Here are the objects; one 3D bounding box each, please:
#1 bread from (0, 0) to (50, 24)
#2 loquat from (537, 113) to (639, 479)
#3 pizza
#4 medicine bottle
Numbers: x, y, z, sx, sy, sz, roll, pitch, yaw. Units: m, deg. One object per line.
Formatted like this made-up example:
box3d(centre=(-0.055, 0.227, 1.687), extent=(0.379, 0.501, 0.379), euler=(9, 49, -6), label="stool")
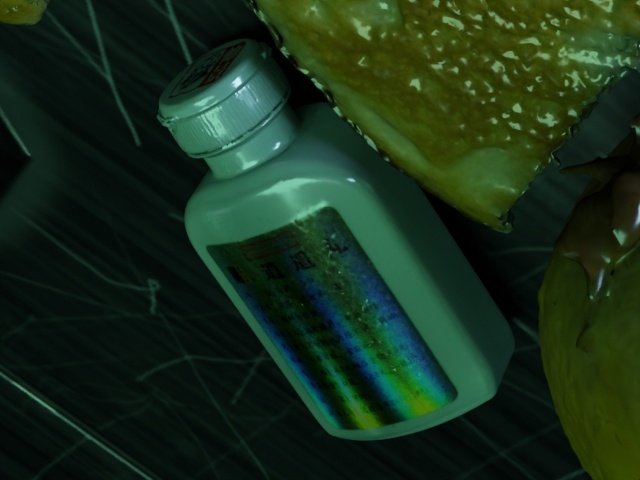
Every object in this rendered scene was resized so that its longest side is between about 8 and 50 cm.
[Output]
box3d(centre=(-0.190, -0.152, 1.040), extent=(0.106, 0.053, 0.072), euler=(17, 127, 17), label="bread")
box3d(centre=(0.219, 0.036, 0.870), extent=(0.274, 0.275, 0.275), euler=(12, 130, 14), label="loquat")
box3d(centre=(0.054, -0.153, 0.912), extent=(0.223, 0.089, 0.323), euler=(-19, 119, 40), label="pizza")
box3d(centre=(0.000, 0.000, 1.057), extent=(0.121, 0.083, 0.229), euler=(-17, 119, 35), label="medicine bottle")
